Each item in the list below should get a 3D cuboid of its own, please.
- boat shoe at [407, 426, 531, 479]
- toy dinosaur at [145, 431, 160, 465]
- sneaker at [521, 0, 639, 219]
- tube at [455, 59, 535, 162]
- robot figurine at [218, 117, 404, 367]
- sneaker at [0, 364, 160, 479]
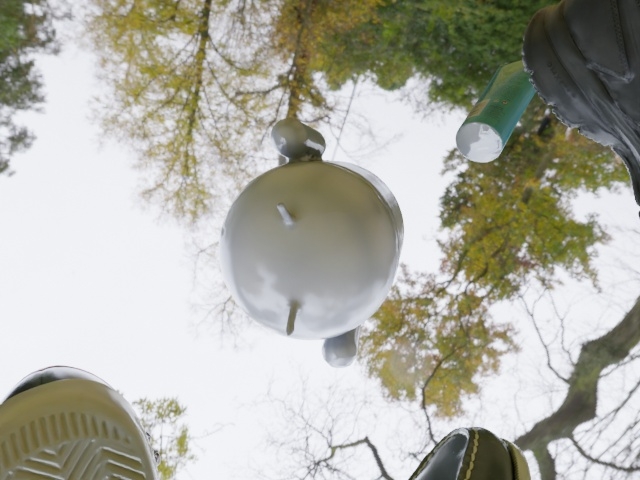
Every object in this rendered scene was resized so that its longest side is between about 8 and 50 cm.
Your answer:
[{"bbox_3d":[0.001,0.196,0.266,0.099,0.116,0.319,45,-124,10],"label":"boat shoe"},{"bbox_3d":[-0.248,0.364,0.626,0.127,0.200,0.296,-28,-177,-12],"label":"toy dinosaur"},{"bbox_3d":[0.259,-0.069,0.330,0.109,0.130,0.286,-38,-95,-29],"label":"sneaker"},{"bbox_3d":[0.223,-0.173,0.631,0.080,0.052,0.207,5,-136,39],"label":"tube"},{"bbox_3d":[0.000,0.000,0.652,0.200,0.299,0.353,-15,-174,13],"label":"robot figurine"},{"bbox_3d":[-0.155,0.251,0.367,0.131,0.349,0.148,-7,-173,-28],"label":"sneaker"}]
